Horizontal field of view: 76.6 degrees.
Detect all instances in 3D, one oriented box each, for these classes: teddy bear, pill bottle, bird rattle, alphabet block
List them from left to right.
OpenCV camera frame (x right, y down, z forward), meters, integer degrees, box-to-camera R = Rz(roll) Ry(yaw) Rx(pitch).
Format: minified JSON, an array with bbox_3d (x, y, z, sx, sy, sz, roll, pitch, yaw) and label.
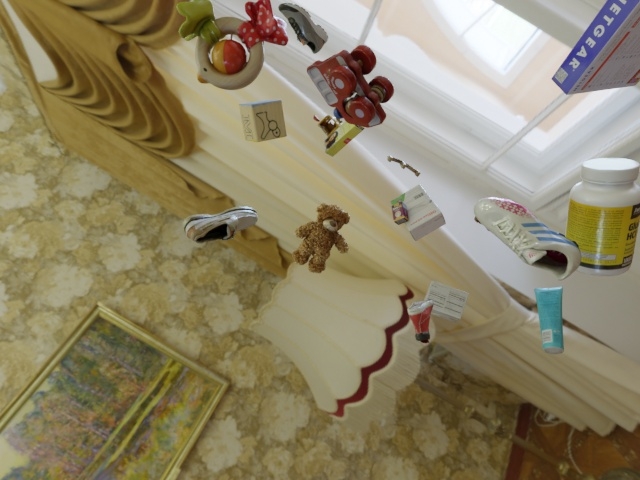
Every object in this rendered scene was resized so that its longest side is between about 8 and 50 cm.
[{"bbox_3d":[-0.204,-0.463,0.963,0.143,0.253,0.207,-132,47,-81],"label":"bird rattle"},{"bbox_3d":[-0.316,-0.659,2.223,0.193,0.192,0.197,30,132,56],"label":"alphabet block"},{"bbox_3d":[0.000,0.000,1.823,0.338,0.245,0.113,-42,-1,24],"label":"teddy bear"},{"bbox_3d":[0.873,-0.074,1.254,0.188,0.187,0.334,-62,-34,-61],"label":"pill bottle"}]

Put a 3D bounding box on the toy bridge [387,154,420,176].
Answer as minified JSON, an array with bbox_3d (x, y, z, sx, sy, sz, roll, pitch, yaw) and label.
[{"bbox_3d":[0.414,-0.381,2.033,0.026,0.188,0.063,-58,15,27],"label":"toy bridge"}]

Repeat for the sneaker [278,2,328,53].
[{"bbox_3d":[-0.083,-0.968,1.844,0.100,0.271,0.108,28,88,56],"label":"sneaker"}]

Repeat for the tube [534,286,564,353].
[{"bbox_3d":[0.688,0.231,1.212,0.080,0.052,0.207,-7,52,32],"label":"tube"}]

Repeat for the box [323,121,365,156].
[{"bbox_3d":[0.113,-0.517,1.990,0.232,0.058,0.088,-35,47,37],"label":"box"}]

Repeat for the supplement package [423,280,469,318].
[{"bbox_3d":[0.684,0.343,2.247,0.262,0.203,0.145,53,-123,-72],"label":"supplement package"}]

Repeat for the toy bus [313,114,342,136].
[{"bbox_3d":[0.070,-0.621,2.196,0.104,0.190,0.202,-41,44,23],"label":"toy bus"}]

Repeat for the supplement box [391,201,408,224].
[{"bbox_3d":[0.349,-0.119,1.777,0.054,0.043,0.084,-25,55,33],"label":"supplement box"}]

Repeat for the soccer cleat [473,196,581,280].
[{"bbox_3d":[0.593,-0.011,1.180,0.143,0.331,0.116,-41,-23,-39],"label":"soccer cleat"}]

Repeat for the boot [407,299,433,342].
[{"bbox_3d":[0.482,0.376,1.887,0.088,0.177,0.244,-15,-1,31],"label":"boot"}]

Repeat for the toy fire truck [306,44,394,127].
[{"bbox_3d":[0.107,-0.554,1.509,0.253,0.302,0.169,5,51,54],"label":"toy fire truck"}]

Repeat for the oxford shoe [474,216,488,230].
[{"bbox_3d":[0.782,-0.095,1.942,0.212,0.075,0.076,-70,-32,-64],"label":"oxford shoe"}]

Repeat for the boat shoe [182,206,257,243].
[{"bbox_3d":[-0.369,-0.050,1.562,0.302,0.103,0.113,-16,-38,-34],"label":"boat shoe"}]

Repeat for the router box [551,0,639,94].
[{"bbox_3d":[0.891,-0.590,1.148,0.336,0.300,0.082,106,147,-56],"label":"router box"}]

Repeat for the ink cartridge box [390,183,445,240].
[{"bbox_3d":[0.438,-0.127,1.826,0.160,0.093,0.220,-30,45,10],"label":"ink cartridge box"}]
